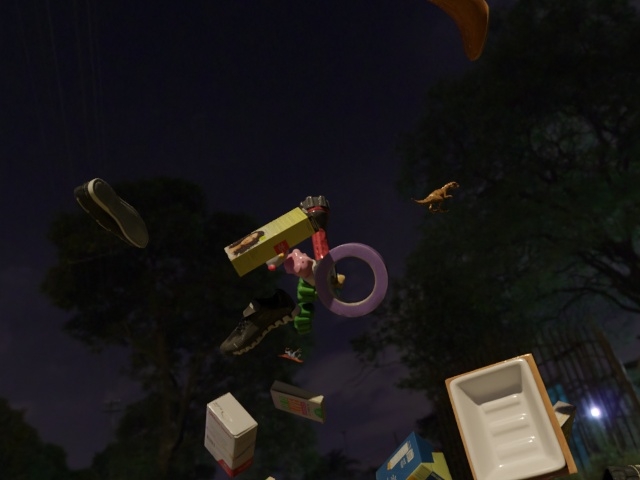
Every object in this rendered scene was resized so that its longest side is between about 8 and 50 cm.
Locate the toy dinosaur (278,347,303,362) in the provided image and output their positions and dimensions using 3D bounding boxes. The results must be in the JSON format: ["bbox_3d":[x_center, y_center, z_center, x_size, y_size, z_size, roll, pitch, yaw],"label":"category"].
[{"bbox_3d":[-0.101,0.440,2.255,0.090,0.082,0.047,-37,-47,-1],"label":"toy dinosaur"}]

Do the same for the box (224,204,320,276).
[{"bbox_3d":[-0.122,-0.001,1.522,0.232,0.087,0.058,-30,-61,-9],"label":"box"}]

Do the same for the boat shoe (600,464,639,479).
[{"bbox_3d":[0.621,0.642,1.332,0.113,0.127,0.339,15,-71,-8],"label":"boat shoe"}]

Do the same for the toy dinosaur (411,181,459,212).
[{"bbox_3d":[0.417,-0.151,2.225,0.212,0.064,0.112,-28,-67,-20],"label":"toy dinosaur"}]

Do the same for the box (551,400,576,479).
[{"bbox_3d":[0.644,0.574,1.686,0.056,0.182,0.231,15,15,35],"label":"box"}]

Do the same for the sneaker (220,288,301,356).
[{"bbox_3d":[-0.168,0.201,1.543,0.234,0.078,0.106,-33,-63,-10],"label":"sneaker"}]

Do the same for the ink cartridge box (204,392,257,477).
[{"bbox_3d":[-0.232,0.502,1.553,0.072,0.127,0.175,-22,-43,-38],"label":"ink cartridge box"}]

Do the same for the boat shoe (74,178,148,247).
[{"bbox_3d":[-0.688,-0.082,2.000,0.091,0.114,0.302,-14,-51,20],"label":"boat shoe"}]

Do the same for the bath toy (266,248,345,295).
[{"bbox_3d":[-0.068,0.105,2.250,0.348,0.128,0.151,30,-46,-31],"label":"bath toy"}]

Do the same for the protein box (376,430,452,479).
[{"bbox_3d":[0.299,0.773,1.950,0.136,0.200,0.201,38,-80,-6],"label":"protein box"}]

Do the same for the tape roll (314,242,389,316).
[{"bbox_3d":[0.084,0.101,1.567,0.189,0.188,0.080,-15,0,9],"label":"tape roll"}]

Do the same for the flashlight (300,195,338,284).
[{"bbox_3d":[0.000,0.000,2.012,0.103,0.303,0.103,16,-37,-39],"label":"flashlight"}]

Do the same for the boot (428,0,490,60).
[{"bbox_3d":[0.291,-0.583,1.444,0.212,0.294,0.104,-4,6,-19],"label":"boot"}]

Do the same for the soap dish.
[{"bbox_3d":[0.458,0.449,1.467,0.229,0.290,0.118,-23,-35,17],"label":"soap dish"}]

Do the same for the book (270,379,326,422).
[{"bbox_3d":[-0.058,0.435,1.617,0.144,0.035,0.096,11,-47,20],"label":"book"}]

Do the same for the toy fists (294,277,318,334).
[{"bbox_3d":[-0.061,0.268,2.602,0.096,0.278,0.142,10,10,3],"label":"toy fists"}]

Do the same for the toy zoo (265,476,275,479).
[{"bbox_3d":[-0.248,0.954,2.012,0.030,0.192,0.293,8,23,39],"label":"toy zoo"}]
